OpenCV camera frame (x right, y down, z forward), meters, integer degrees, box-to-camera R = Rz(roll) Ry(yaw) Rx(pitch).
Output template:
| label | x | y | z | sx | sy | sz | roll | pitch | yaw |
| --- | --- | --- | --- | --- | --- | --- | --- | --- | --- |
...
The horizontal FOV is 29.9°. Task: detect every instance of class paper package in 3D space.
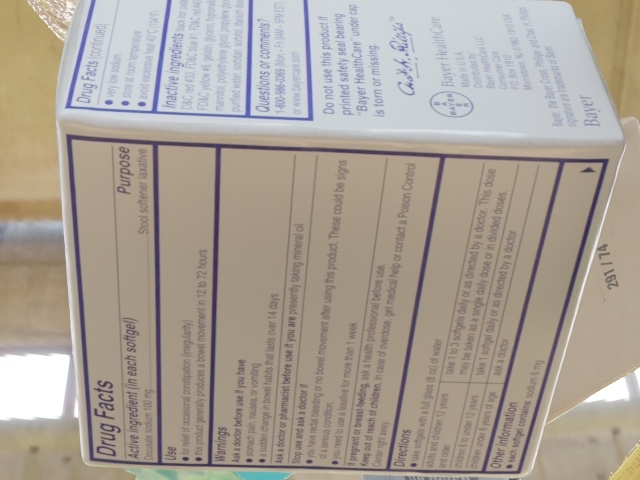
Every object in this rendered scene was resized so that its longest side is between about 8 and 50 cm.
| label | x | y | z | sx | sy | sz | roll | pitch | yaw |
| --- | --- | --- | --- | --- | --- | --- | --- | --- | --- |
| paper package | 0.314 | 0.035 | 1.599 | 0.309 | 0.168 | 0.325 | -26 | -77 | -19 |

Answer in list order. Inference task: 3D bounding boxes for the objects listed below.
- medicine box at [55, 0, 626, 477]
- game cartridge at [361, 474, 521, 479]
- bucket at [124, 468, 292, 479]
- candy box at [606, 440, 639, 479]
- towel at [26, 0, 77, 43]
| label | x | y | z | sx | sy | sz | roll | pitch | yaw |
| --- | --- | --- | --- | --- | --- | --- | --- | --- | --- |
| medicine box | 0.000 | 0.000 | 0.712 | 0.289 | 0.149 | 0.264 | 3 | -50 | -4 |
| game cartridge | 0.155 | 0.307 | 1.562 | 0.198 | 0.297 | 0.062 | -27 | -15 | 30 |
| bucket | -0.140 | 0.206 | 1.606 | 0.183 | 0.281 | 0.281 | -7 | -42 | 37 |
| candy box | 0.222 | 0.093 | 0.550 | 0.053 | 0.109 | 0.187 | -25 | -28 | -35 |
| towel | -0.167 | -0.204 | 1.178 | 0.317 | 0.053 | 0.332 | 20 | -17 | 35 |
